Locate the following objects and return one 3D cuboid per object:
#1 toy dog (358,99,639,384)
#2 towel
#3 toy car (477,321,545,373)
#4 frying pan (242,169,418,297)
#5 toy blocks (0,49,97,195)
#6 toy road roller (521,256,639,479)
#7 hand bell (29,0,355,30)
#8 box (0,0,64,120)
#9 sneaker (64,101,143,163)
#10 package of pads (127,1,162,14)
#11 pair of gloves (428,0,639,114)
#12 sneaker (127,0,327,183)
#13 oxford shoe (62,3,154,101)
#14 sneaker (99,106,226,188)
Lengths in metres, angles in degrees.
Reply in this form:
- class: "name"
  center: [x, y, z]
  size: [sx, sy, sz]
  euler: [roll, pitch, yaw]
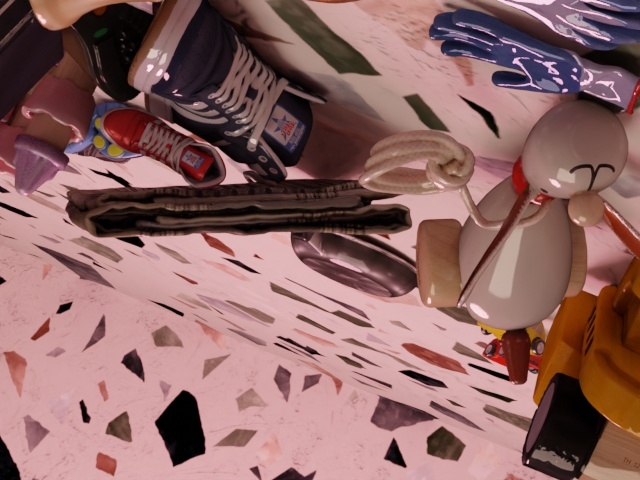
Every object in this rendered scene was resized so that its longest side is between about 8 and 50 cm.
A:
- class: "toy dog"
  center: [0.173, 0.021, 1.039]
  size: [0.220, 0.161, 0.333]
  euler: [-12, 162, 12]
- class: "towel"
  center: [-0.094, -0.041, 1.252]
  size: [0.312, 0.056, 0.324]
  euler: [-1, -175, -16]
- class: "toy car"
  center: [0.320, 0.150, 1.627]
  size: [0.225, 0.053, 0.239]
  euler: [20, 168, 15]
- class: "frying pan"
  center: [0.027, 0.009, 1.606]
  size: [0.197, 0.053, 0.326]
  euler: [18, 169, 20]
- class: "toy blocks"
  center: [-0.397, -0.144, 1.237]
  size: [0.288, 0.260, 0.309]
  euler: [29, 166, -26]
- class: "toy road roller"
  center: [0.339, 0.106, 1.200]
  size: [0.202, 0.241, 0.329]
  euler: [22, -155, 6]
- class: "hand bell"
  center: [-0.068, -0.195, 0.863]
  size: [0.242, 0.126, 0.126]
  euler: [8, 165, 9]
- class: "box"
  center: [-0.403, -0.160, 0.954]
  size: [0.296, 0.294, 0.183]
  euler: [42, 168, -2]
- class: "sneaker"
  center: [-0.248, -0.129, 1.515]
  size: [0.078, 0.067, 0.188]
  euler: [6, 179, -38]
- class: "package of pads"
  center: [-0.158, -0.217, 0.980]
  size: [0.083, 0.050, 0.032]
  euler: [25, 167, -2]
- class: "pair of gloves"
  center: [0.143, -0.141, 0.817]
  size: [0.159, 0.023, 0.198]
  euler: [22, 167, 15]
- class: "sneaker"
  center: [-0.073, -0.130, 1.069]
  size: [0.153, 0.099, 0.282]
  euler: [29, 174, -1]
- class: "oxford shoe"
  center: [-0.212, -0.205, 1.094]
  size: [0.096, 0.083, 0.227]
  euler: [28, 163, 27]
- class: "sneaker"
  center: [-0.136, -0.082, 1.108]
  size: [0.118, 0.042, 0.067]
  euler: [24, -175, -27]
